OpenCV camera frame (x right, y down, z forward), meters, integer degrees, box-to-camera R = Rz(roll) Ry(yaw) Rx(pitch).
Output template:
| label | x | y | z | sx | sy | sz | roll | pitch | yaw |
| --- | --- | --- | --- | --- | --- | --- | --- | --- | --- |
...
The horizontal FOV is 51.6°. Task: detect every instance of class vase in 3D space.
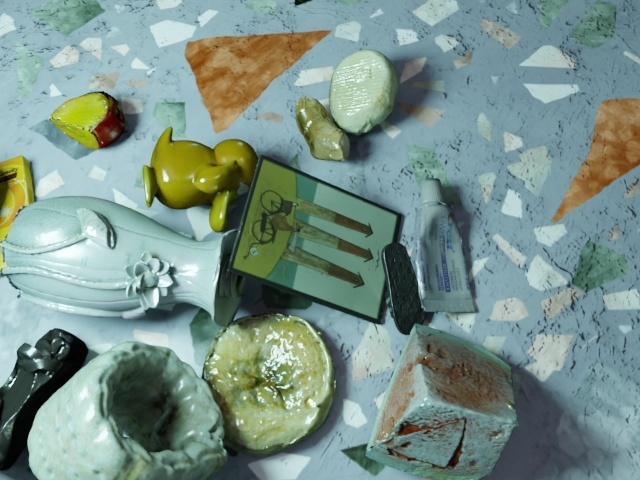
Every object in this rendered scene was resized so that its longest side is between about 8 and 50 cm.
| label | x | y | z | sx | sy | sz | roll | pitch | yaw |
| --- | --- | --- | --- | --- | --- | --- | --- | --- | --- |
| vase | -0.363 | 0.041 | 1.287 | 0.445 | 0.250 | 0.250 | 8 | 68 | 11 |

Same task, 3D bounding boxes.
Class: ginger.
| label | x | y | z | sx | sy | sz | roll | pitch | yaw |
| --- | --- | --- | --- | --- | --- | --- | --- | --- | --- |
| ginger | 0.003 | -0.233 | 1.433 | 0.069 | 0.095 | 0.190 | -21 | 65 | -24 |

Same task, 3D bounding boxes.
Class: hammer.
| label | x | y | z | sx | sy | sz | roll | pitch | yaw |
| --- | --- | --- | --- | --- | --- | --- | --- | --- | --- |
| hammer | 0.081 | -0.015 | 1.351 | 0.043 | 0.043 | 0.083 | 13 | 68 | 13 |

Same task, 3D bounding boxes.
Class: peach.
| label | x | y | z | sx | sy | sz | roll | pitch | yaw |
| --- | --- | --- | --- | --- | --- | --- | --- | --- | --- |
| peach | -0.526 | -0.268 | 1.519 | 0.172 | 0.092 | 0.127 | -6 | 60 | 18 |

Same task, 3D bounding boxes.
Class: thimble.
| label | x | y | z | sx | sy | sz | roll | pitch | yaw |
| --- | --- | --- | --- | --- | --- | --- | --- | --- | --- |
| thimble | -0.315 | 0.328 | 1.114 | 0.195 | 0.291 | 0.291 | -41 | 64 | 21 |

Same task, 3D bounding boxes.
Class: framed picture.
| label | x | y | z | sx | sy | sz | roll | pitch | yaw |
| --- | --- | --- | --- | --- | --- | --- | --- | --- | --- |
| framed picture | 0.000 | 0.000 | 1.277 | 0.324 | 0.013 | 0.244 | 21 | 68 | -19 |

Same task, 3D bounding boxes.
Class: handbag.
| label | x | y | z | sx | sy | sz | roll | pitch | yaw |
| --- | --- | --- | --- | --- | --- | --- | --- | --- | --- |
| handbag | -0.538 | 0.288 | 1.193 | 0.113 | 0.257 | 0.285 | 36 | 72 | -13 |

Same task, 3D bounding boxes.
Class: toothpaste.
| label | x | y | z | sx | sy | sz | roll | pitch | yaw |
| --- | --- | --- | --- | --- | --- | --- | --- | --- | --- |
| toothpaste | 0.232 | 0.006 | 1.308 | 0.099 | 0.068 | 0.282 | -9 | 67 | 11 |

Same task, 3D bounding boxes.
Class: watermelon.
| label | x | y | z | sx | sy | sz | roll | pitch | yaw |
| --- | --- | --- | --- | --- | --- | --- | --- | --- | --- |
| watermelon | 0.213 | 0.264 | 1.125 | 0.213 | 0.201 | 0.262 | 16 | 66 | 6 |

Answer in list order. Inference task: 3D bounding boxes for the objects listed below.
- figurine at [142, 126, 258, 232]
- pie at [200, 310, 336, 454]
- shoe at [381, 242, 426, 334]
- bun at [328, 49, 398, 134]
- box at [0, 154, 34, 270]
| label | x | y | z | sx | sy | sz | roll | pitch | yaw |
| --- | --- | --- | --- | --- | --- | --- | --- | --- | --- |
| figurine | -0.249 | -0.133 | 1.365 | 0.228 | 0.215 | 0.215 | 19 | 67 | -17 |
| pie | -0.104 | 0.262 | 1.247 | 0.274 | 0.055 | 0.274 | -3 | 67 | 6 |
| shoe | 0.154 | 0.094 | 1.288 | 0.071 | 0.049 | 0.179 | -11 | 83 | -19 |
| bun | 0.096 | -0.320 | 1.453 | 0.164 | 0.111 | 0.188 | -10 | 67 | 22 |
| box | -0.710 | -0.050 | 1.471 | 0.152 | 0.043 | 0.269 | -18 | 65 | 1 |
